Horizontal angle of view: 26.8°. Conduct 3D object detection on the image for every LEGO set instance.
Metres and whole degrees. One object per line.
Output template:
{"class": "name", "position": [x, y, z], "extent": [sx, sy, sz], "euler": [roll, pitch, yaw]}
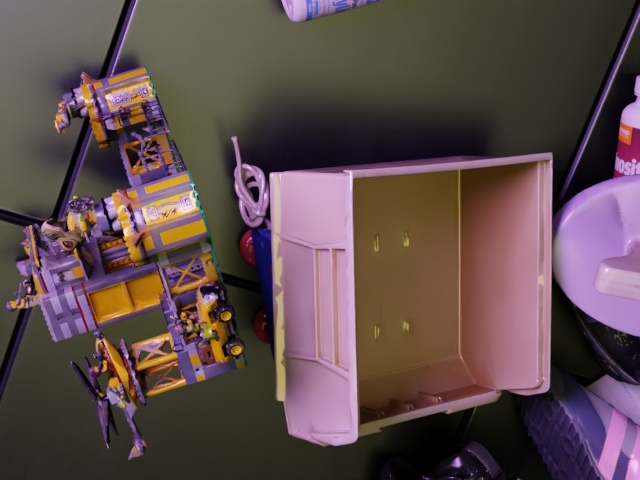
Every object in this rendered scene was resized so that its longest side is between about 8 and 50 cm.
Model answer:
{"class": "LEGO set", "position": [-0.200, 0.008, 1.190], "extent": [0.192, 0.331, 0.255], "euler": [-18, 131, -7]}

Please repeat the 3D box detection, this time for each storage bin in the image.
{"class": "storage bin", "position": [0.091, 0.050, 1.292], "extent": [0.262, 0.123, 0.260], "euler": [-8, 100, -40]}

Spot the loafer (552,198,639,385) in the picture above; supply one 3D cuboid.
{"class": "loafer", "position": [0.302, 0.057, 1.444], "extent": [0.076, 0.078, 0.223], "euler": [-27, 110, -2]}

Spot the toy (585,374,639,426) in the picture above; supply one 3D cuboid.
{"class": "toy", "position": [0.371, 0.204, 1.509], "extent": [0.237, 0.056, 0.137], "euler": [-32, 71, 0]}

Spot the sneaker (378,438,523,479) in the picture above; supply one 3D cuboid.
{"class": "sneaker", "position": [0.181, 0.285, 1.408], "extent": [0.293, 0.102, 0.146], "euler": [1, 101, 29]}

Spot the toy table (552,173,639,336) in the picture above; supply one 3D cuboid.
{"class": "toy table", "position": [0.374, 0.036, 1.322], "extent": [0.274, 0.161, 0.252], "euler": [-1, 108, -8]}

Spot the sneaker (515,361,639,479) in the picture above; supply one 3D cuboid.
{"class": "sneaker", "position": [0.338, 0.242, 1.432], "extent": [0.131, 0.319, 0.112], "euler": [-25, 154, -23]}

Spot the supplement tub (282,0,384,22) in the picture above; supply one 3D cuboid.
{"class": "supplement tub", "position": [0.016, -0.252, 1.276], "extent": [0.107, 0.071, 0.071], "euler": [-16, 110, -9]}

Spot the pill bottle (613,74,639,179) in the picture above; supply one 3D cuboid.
{"class": "pill bottle", "position": [0.355, -0.095, 1.408], "extent": [0.086, 0.086, 0.152], "euler": [-1, 106, -15]}

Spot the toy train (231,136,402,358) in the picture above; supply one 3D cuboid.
{"class": "toy train", "position": [0.000, 0.000, 1.341], "extent": [0.143, 0.105, 0.248], "euler": [-16, 111, -21]}
